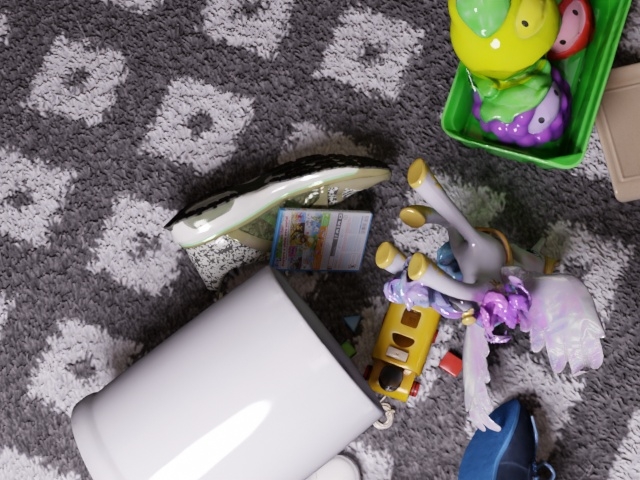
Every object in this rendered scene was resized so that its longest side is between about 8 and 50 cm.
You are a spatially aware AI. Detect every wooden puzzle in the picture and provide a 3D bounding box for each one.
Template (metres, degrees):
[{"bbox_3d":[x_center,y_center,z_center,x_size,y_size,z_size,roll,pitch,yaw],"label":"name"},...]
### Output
[{"bbox_3d":[0.604,-0.202,1.770,0.221,0.044,0.238,-12,82,2],"label":"wooden puzzle"}]

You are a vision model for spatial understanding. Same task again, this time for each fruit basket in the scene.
[{"bbox_3d":[0.346,-0.324,1.653,0.283,0.392,0.391,17,80,9],"label":"fruit basket"}]

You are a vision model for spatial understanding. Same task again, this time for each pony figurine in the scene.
[{"bbox_3d":[0.266,0.081,1.583,0.364,0.303,0.350,26,48,-27],"label":"pony figurine"}]

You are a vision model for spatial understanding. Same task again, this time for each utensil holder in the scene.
[{"bbox_3d":[-0.141,0.269,1.573,0.385,0.327,0.327,-39,77,1],"label":"utensil holder"}]

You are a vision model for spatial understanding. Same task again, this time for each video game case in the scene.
[{"bbox_3d":[0.000,0.000,1.725,0.166,0.015,0.119,1,120,-19],"label":"video game case"}]

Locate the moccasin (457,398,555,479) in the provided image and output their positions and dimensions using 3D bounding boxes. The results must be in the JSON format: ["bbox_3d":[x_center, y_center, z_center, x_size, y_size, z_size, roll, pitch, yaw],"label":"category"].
[{"bbox_3d":[0.286,0.399,1.567,0.117,0.138,0.342,40,40,-9],"label":"moccasin"}]

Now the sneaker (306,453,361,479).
[{"bbox_3d":[-0.035,0.478,1.639,0.106,0.123,0.290,37,82,13],"label":"sneaker"}]

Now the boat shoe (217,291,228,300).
[{"bbox_3d":[-0.150,0.163,1.755,0.049,0.056,0.152,-11,87,-2],"label":"boat shoe"}]

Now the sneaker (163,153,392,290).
[{"bbox_3d":[-0.060,-0.032,1.769,0.411,0.158,0.182,-19,108,-1],"label":"sneaker"}]

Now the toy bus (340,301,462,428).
[{"bbox_3d":[0.134,0.193,1.692,0.191,0.104,0.202,-26,76,0],"label":"toy bus"}]
